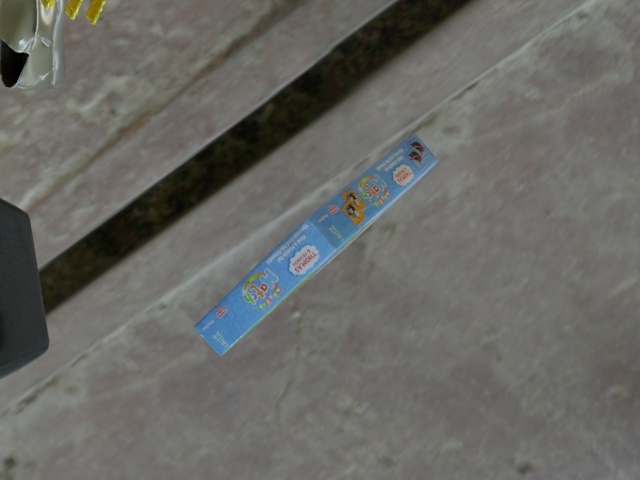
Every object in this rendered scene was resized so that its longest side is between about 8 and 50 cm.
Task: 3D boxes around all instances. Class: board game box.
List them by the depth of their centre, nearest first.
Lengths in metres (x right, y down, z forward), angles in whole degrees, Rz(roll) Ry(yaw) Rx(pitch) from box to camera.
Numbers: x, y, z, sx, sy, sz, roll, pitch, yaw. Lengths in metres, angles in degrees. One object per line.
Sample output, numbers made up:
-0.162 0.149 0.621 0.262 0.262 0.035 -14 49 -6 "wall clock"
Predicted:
0.000 0.000 1.201 0.039 0.211 0.160 47 125 1 "board game box"

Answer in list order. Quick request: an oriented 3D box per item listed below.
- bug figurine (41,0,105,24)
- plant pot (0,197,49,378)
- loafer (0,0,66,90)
-0.196 -0.275 0.968 0.216 0.072 0.279 21 117 -30 "bug figurine"
-0.336 0.049 1.178 0.188 0.167 0.187 -14 83 32 "plant pot"
-0.236 -0.177 1.130 0.056 0.050 0.148 34 141 33 "loafer"
